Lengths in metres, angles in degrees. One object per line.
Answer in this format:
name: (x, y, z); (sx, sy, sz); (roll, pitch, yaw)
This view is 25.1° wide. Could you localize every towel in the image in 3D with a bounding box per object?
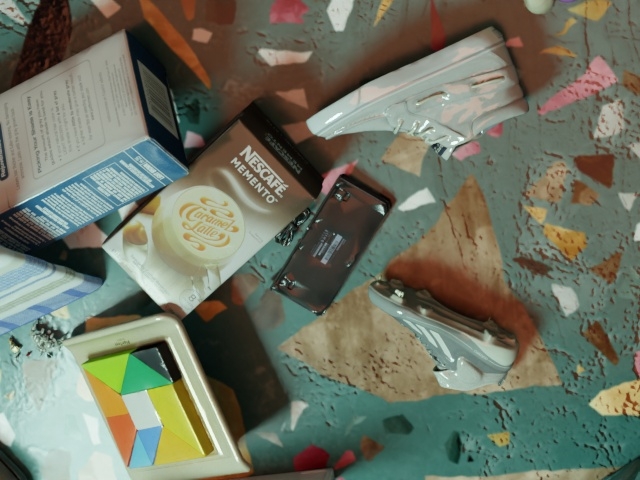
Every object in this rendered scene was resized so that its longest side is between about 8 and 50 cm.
towel: (-0.422, 0.065, 1.790); (0.209, 0.285, 0.034); (-24, 73, 15)

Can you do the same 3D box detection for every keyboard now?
keyboard: (0.000, 0.000, 1.825); (0.108, 0.023, 0.180); (30, 107, -7)

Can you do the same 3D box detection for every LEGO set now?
LEGO set: (-0.379, 0.139, 1.922); (0.083, 0.023, 0.054); (-33, 98, 16)

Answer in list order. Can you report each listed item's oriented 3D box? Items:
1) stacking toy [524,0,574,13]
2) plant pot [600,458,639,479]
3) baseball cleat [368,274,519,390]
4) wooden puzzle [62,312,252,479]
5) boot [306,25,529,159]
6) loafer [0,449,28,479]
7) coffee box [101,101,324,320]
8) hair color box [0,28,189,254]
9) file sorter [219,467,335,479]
stacking toy: (0.380, -0.361, 1.616); (0.330, 0.141, 0.141); (-14, 103, 7)
plant pot: (0.441, 0.452, 1.736); (0.341, 0.341, 0.334); (-38, 88, 16)
baseball cleat: (0.143, 0.126, 1.811); (0.205, 0.072, 0.109); (24, 114, 6)
wooden puzzle: (-0.219, 0.215, 1.860); (0.221, 0.044, 0.239); (-16, 105, 41)
boot: (0.119, -0.149, 1.725); (0.258, 0.095, 0.123); (-24, 93, 13)
loafer: (-0.512, 0.284, 1.951); (0.267, 0.084, 0.096); (39, 107, -3)
coffee box: (-0.133, -0.035, 1.795); (0.246, 0.098, 0.141); (-42, 98, 17)
hair color box: (-0.345, -0.097, 1.770); (0.347, 0.105, 0.174); (-25, 58, 14)
file sorter: (-0.115, 0.430, 1.874); (0.277, 0.193, 0.173); (-8, 107, 11)
